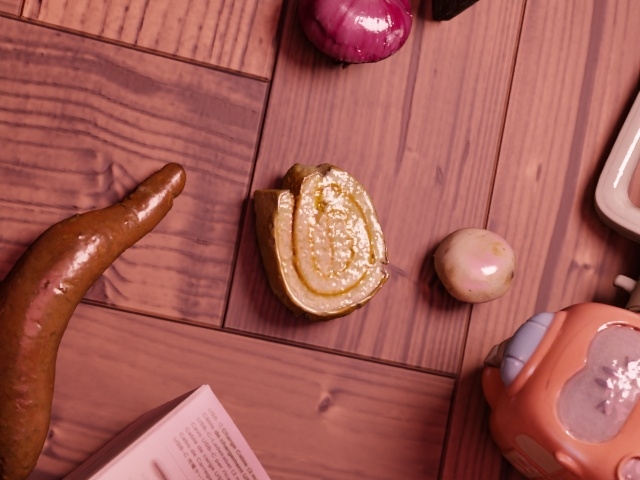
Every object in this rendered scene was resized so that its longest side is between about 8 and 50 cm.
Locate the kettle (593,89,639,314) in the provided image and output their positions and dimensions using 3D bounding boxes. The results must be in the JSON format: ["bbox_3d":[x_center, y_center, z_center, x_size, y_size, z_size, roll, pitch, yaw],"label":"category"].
[{"bbox_3d":[0.441,-0.030,1.436,0.205,0.265,0.318,35,76,-43],"label":"kettle"}]

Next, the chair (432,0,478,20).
[{"bbox_3d":[0.189,-0.366,1.398,0.147,0.136,0.270,-5,86,-14],"label":"chair"}]

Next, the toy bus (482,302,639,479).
[{"bbox_3d":[0.266,0.160,1.318,0.232,0.287,0.194,35,77,5],"label":"toy bus"}]

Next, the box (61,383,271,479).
[{"bbox_3d":[-0.141,0.276,1.219,0.203,0.106,0.252,57,41,-5],"label":"box"}]

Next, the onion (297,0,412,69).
[{"bbox_3d":[0.034,-0.216,1.372,0.115,0.115,0.104,4,129,-15],"label":"onion"}]

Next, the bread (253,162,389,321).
[{"bbox_3d":[0.000,0.000,1.359,0.117,0.064,0.156,-11,88,-20],"label":"bread"}]

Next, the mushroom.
[{"bbox_3d":[0.154,0.027,1.397,0.083,0.067,0.083,11,43,-10],"label":"mushroom"}]

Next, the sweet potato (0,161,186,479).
[{"bbox_3d":[-0.242,0.057,1.285,0.108,0.079,0.346,39,74,-39],"label":"sweet potato"}]
